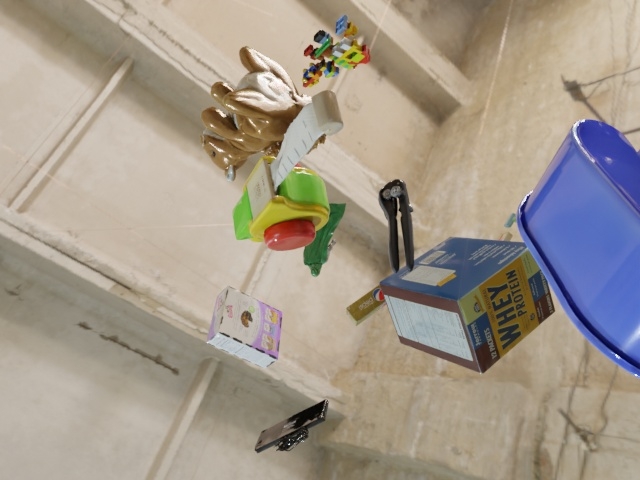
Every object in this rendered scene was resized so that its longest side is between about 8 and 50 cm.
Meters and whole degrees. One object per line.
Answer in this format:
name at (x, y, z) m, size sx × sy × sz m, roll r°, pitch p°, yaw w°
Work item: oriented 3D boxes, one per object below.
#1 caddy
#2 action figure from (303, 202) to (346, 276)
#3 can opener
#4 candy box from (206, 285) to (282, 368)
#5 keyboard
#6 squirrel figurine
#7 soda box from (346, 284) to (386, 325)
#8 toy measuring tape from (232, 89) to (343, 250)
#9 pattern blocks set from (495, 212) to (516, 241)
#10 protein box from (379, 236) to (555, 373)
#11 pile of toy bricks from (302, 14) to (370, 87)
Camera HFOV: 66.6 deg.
caddy at (0.374, 0.013, 0.546) m, size 0.241 × 0.179 × 0.342 m, roll 4°, pitch -138°, yaw -9°
action figure at (0.000, 0.000, 1.428) m, size 0.063 × 0.137 × 0.233 m, roll 46°, pitch -132°, yaw -46°
can opener at (0.142, -0.028, 0.869) m, size 0.073 × 0.059 × 0.186 m, roll 47°, pitch -148°, yaw -52°
candy box at (-0.210, 0.246, 1.386) m, size 0.196 × 0.070 × 0.165 m, roll 31°, pitch -142°, yaw -25°
keyboard at (-0.060, 0.417, 1.050) m, size 0.038 × 0.192 × 0.100 m, roll 54°, pitch -160°, yaw -7°
squirrel figurine at (-0.189, -0.336, 1.549) m, size 0.396 × 0.370 × 0.281 m, roll 18°, pitch -131°, yaw -26°
soda box at (0.174, 0.210, 1.650) m, size 0.181 × 0.058 × 0.061 m, roll -34°, pitch -112°, yaw -13°
toy measuring tape at (-0.019, -0.068, 0.595) m, size 0.121 × 0.330 × 0.122 m, roll 10°, pitch -114°, yaw -22°
pattern blocks set at (0.523, 0.059, 1.482) m, size 0.325 × 0.026 × 0.285 m, roll -63°, pitch -10°, yaw 12°
protein box at (0.255, 0.099, 0.864) m, size 0.199 × 0.201 × 0.136 m, roll -29°, pitch -73°, yaw -25°
pile of toy bricks at (0.046, -0.426, 1.129) m, size 0.105 × 0.212 × 0.118 m, roll 12°, pitch -105°, yaw -29°
